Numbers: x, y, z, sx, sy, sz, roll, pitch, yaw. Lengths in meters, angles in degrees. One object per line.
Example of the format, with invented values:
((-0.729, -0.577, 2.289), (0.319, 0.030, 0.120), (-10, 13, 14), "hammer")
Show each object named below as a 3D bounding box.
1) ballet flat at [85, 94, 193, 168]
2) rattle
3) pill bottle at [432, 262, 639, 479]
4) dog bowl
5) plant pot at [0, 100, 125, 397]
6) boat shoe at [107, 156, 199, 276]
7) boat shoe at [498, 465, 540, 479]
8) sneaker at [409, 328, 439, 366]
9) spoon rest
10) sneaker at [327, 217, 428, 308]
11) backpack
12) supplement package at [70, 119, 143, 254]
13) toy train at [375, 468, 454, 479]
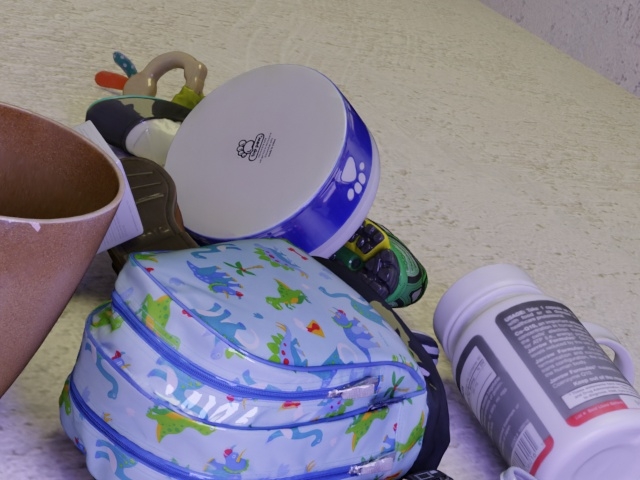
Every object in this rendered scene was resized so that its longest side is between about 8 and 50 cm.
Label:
((-0.207, -0.152, 1.770), (0.280, 0.095, 0.096), (4, 41, -36), "ballet flat")
((-0.250, -0.238, 1.951), (0.199, 0.130, 0.142), (4, -1, 34), "rattle")
((0.247, 0.163, 1.341), (0.161, 0.161, 0.283), (7, 33, -30), "pill bottle")
((-0.064, -0.090, 1.517), (0.265, 0.265, 0.104), (42, -5, 40), "dog bowl")
((-0.322, 0.031, 1.052), (0.237, 0.254, 0.237), (19, 23, -8), "plant pot")
((-0.202, 0.014, 1.394), (0.110, 0.105, 0.307), (-16, 38, -11), "boat shoe")
((0.287, 0.332, 1.107), (0.320, 0.103, 0.118), (31, 25, 23), "boat shoe")
((0.026, 0.117, 1.421), (0.223, 0.083, 0.098), (19, 3, -20), "sneaker")
((0.295, 0.141, 1.562), (0.276, 0.084, 0.137), (12, 24, -23), "spoon rest")
((0.000, 0.000, 1.602), (0.343, 0.134, 0.146), (39, 7, 38), "sneaker")
((-0.071, 0.126, 1.116), (0.355, 0.273, 0.290), (-16, 48, -37), "backpack")
((-0.303, -0.035, 1.308), (0.179, 0.105, 0.105), (-25, 41, -15), "supplement package")
((0.059, 0.230, 1.077), (0.158, 0.027, 0.036), (-4, 25, -41), "toy train")
